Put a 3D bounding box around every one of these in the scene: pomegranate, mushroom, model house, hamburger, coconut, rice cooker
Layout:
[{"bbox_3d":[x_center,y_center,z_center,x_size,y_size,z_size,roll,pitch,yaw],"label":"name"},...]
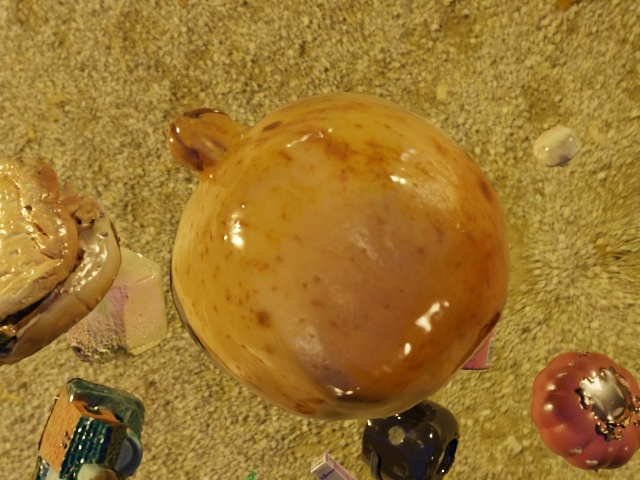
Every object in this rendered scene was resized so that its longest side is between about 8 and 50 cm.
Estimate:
[{"bbox_3d":[0.000,0.000,0.766,0.410,0.410,0.410,-1,87,20],"label":"pomegranate"},{"bbox_3d":[0.419,-0.162,1.210,0.083,0.083,0.067,-36,112,15],"label":"mushroom"},{"bbox_3d":[-0.394,0.416,1.232,0.291,0.184,0.253,10,78,59],"label":"model house"},{"bbox_3d":[-0.368,0.029,0.787,0.286,0.146,0.243,-3,58,21],"label":"hamburger"},{"bbox_3d":[-0.453,0.123,1.468,0.233,0.233,0.245,3,115,20],"label":"coconut"},{"bbox_3d":[0.255,0.564,1.909,0.224,0.267,0.267,21,95,29],"label":"rice cooker"}]

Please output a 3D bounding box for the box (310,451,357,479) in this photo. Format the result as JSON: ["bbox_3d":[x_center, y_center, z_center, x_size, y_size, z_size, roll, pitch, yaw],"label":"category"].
[{"bbox_3d":[0.033,0.525,1.519,0.050,0.036,0.117,-39,105,16],"label":"box"}]

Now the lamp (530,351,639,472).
[{"bbox_3d":[0.406,0.260,1.051,0.182,0.140,0.182,5,66,-12],"label":"lamp"}]

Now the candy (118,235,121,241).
[{"bbox_3d":[-0.283,0.026,0.901,0.020,0.030,0.083,34,123,-8],"label":"candy"}]

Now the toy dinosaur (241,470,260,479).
[{"bbox_3d":[-0.208,0.666,1.904,0.083,0.021,0.062,4,106,-5],"label":"toy dinosaur"}]

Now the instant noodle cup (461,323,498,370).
[{"bbox_3d":[0.345,0.184,1.699,0.244,0.244,0.255,4,90,20],"label":"instant noodle cup"}]
